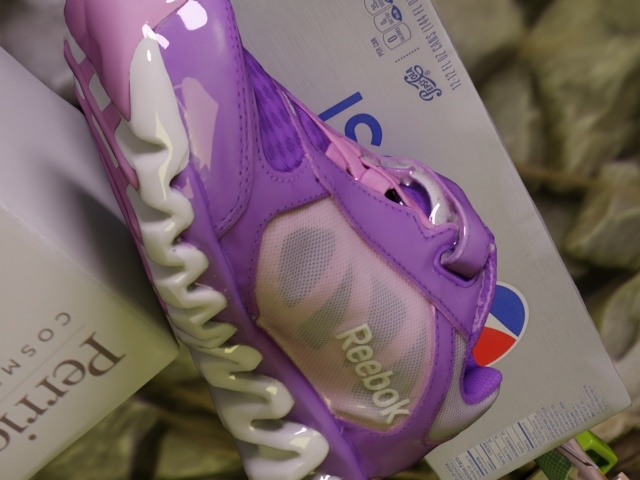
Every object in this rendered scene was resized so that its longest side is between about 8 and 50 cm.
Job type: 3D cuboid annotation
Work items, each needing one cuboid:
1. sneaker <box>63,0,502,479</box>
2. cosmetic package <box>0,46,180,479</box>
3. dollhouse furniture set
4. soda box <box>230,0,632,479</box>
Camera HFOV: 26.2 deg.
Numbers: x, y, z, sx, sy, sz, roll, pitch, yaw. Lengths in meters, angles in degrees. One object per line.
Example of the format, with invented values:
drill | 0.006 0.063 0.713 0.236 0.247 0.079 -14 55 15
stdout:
sneaker | 0.000 0.000 0.423 0.105 0.095 0.236 -23 137 -2
cosmetic package | -0.246 -0.041 0.369 0.217 0.156 0.385 -41 129 8
dollhouse furniture set | 0.128 0.136 0.712 0.058 0.076 0.152 -44 130 11
soda box | 0.022 -0.025 0.531 0.091 0.098 0.286 -30 131 4
